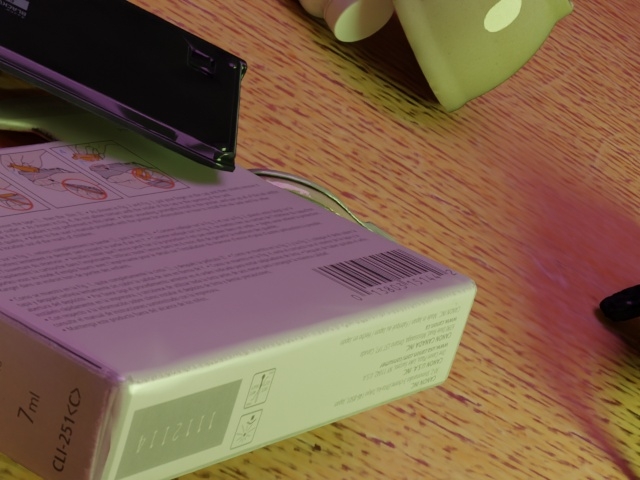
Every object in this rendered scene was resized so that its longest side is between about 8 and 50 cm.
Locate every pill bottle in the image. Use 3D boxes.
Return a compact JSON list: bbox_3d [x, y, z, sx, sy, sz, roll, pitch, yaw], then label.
[{"bbox_3d":[0.004,-0.195,1.372,0.065,0.065,0.116,4,48,-49],"label":"pill bottle"}]

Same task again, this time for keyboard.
[{"bbox_3d":[-0.184,-0.146,1.077,0.317,0.033,0.201,26,29,-15],"label":"keyboard"}]

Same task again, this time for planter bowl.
[{"bbox_3d":[0.109,-0.184,1.374,0.162,0.109,0.162,-22,90,-80],"label":"planter bowl"}]

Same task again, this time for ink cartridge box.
[{"bbox_3d":[-0.106,0.011,0.964,0.261,0.066,0.296,28,21,28],"label":"ink cartridge box"}]

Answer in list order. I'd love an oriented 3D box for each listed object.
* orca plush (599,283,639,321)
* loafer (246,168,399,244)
[{"bbox_3d":[0.236,0.069,1.326,0.287,0.102,0.151,-61,148,-50],"label":"orca plush"},{"bbox_3d":[0.000,0.000,1.134,0.125,0.045,0.039,28,39,-30],"label":"loafer"}]
